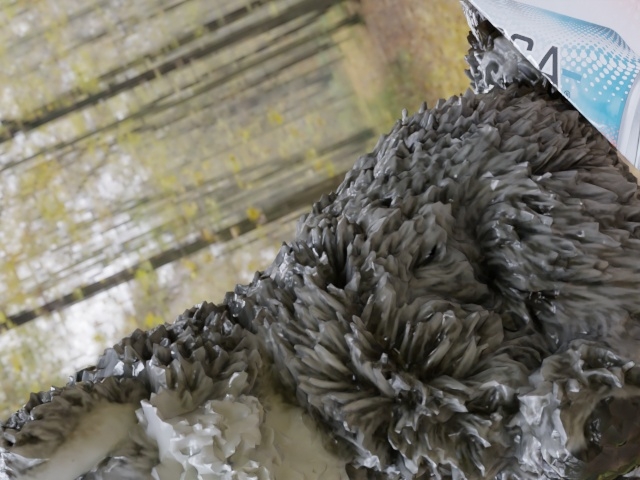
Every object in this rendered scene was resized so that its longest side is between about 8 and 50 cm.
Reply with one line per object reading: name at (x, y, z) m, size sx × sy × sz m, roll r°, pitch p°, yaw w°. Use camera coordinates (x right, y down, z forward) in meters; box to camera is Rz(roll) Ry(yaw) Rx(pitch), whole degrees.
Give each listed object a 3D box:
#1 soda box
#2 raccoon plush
soda box at (0.102, -0.109, 0.465) m, size 0.183 × 0.058 × 0.063 m, roll 55°, pitch 141°, yaw 36°
raccoon plush at (0.000, 0.000, 0.624) m, size 0.216 × 0.299 × 0.446 m, roll 98°, pitch 175°, yaw -55°
